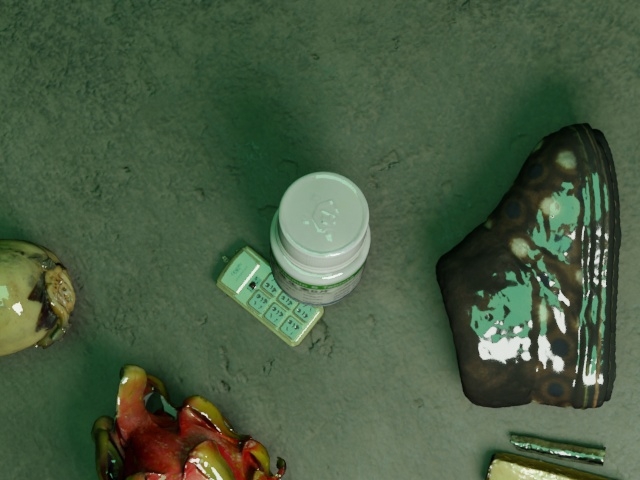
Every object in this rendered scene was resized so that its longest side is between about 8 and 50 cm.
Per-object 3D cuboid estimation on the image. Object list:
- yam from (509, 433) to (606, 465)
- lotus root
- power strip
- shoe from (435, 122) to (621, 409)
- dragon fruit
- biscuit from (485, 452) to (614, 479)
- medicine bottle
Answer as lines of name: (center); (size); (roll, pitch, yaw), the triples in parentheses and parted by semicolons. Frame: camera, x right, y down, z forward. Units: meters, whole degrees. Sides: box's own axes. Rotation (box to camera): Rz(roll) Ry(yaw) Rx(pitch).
yam: (0.325, 0.287, 1.708); (0.129, 0.033, 0.027); (9, 112, 13)
lotus root: (-0.506, 0.093, 1.760); (0.310, 0.183, 0.182); (-13, 83, 7)
power strip: (-0.078, 0.075, 1.781); (0.169, 0.028, 0.076); (38, 91, 10)
shoe: (0.273, 0.035, 1.666); (0.237, 0.171, 0.384); (0, 92, 4)
dragon fruit: (-0.186, 0.331, 1.689); (0.227, 0.243, 0.307); (-42, 40, 24)
biscuit: (0.319, 0.337, 1.689); (0.188, 0.052, 0.056); (12, 98, 10)
medicine bottle: (0.000, 0.000, 1.663); (0.139, 0.237, 0.139); (1, 75, -3)
